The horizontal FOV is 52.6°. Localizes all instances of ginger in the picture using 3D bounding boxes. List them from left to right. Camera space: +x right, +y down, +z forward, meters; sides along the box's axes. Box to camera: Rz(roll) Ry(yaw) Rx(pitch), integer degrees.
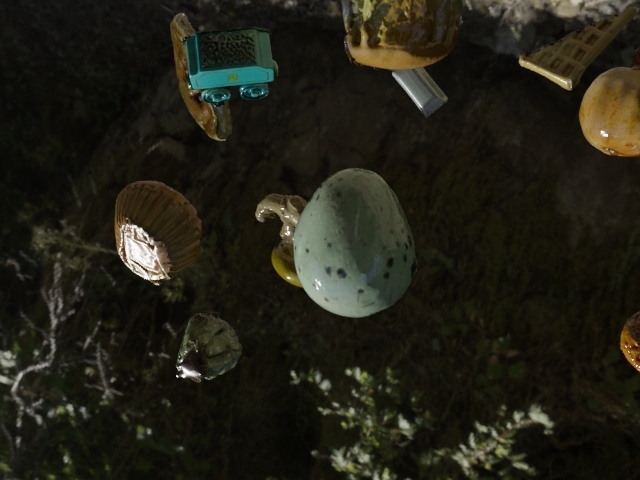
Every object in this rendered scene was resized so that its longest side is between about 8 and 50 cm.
[{"bbox_3d":[0.004,-0.003,1.185,0.258,0.065,0.149,34,162,-14],"label":"ginger"}]

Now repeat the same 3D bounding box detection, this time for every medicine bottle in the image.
[{"bbox_3d":[0.226,-0.387,1.557,0.183,0.069,0.119,50,-158,-1],"label":"medicine bottle"}]

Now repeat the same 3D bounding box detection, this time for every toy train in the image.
[{"bbox_3d":[-0.193,-0.377,1.399,0.203,0.112,0.163,-10,169,-5],"label":"toy train"}]

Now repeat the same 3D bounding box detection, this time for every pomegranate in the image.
[{"bbox_3d":[0.669,-0.279,1.399,0.207,0.207,0.207,23,169,5],"label":"pomegranate"}]

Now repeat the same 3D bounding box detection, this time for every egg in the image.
[{"bbox_3d":[0.038,0.003,0.664,0.131,0.131,0.164,20,134,16],"label":"egg"}]

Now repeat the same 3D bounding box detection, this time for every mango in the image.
[{"bbox_3d":[-0.041,0.039,1.345,0.122,0.085,0.191,28,-168,1],"label":"mango"}]

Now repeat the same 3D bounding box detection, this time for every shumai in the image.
[{"bbox_3d":[-0.310,0.269,1.650,0.184,0.184,0.142,20,175,19],"label":"shumai"}]

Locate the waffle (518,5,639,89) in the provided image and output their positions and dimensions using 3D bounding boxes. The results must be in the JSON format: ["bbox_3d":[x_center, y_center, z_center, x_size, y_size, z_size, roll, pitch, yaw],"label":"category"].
[{"bbox_3d":[0.376,-0.299,0.945,0.097,0.153,0.023,44,-175,32],"label":"waffle"}]

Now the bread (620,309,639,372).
[{"bbox_3d":[0.508,0.102,0.797,0.139,0.269,0.095,-114,5,-55],"label":"bread"}]

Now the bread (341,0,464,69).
[{"bbox_3d":[0.148,-0.370,1.027,0.162,0.262,0.204,27,133,30],"label":"bread"}]

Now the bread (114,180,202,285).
[{"bbox_3d":[-0.435,-0.023,1.689,0.274,0.149,0.274,16,132,19],"label":"bread"}]

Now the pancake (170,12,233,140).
[{"bbox_3d":[-0.319,-0.421,1.705,0.356,0.065,0.356,54,160,30],"label":"pancake"}]
